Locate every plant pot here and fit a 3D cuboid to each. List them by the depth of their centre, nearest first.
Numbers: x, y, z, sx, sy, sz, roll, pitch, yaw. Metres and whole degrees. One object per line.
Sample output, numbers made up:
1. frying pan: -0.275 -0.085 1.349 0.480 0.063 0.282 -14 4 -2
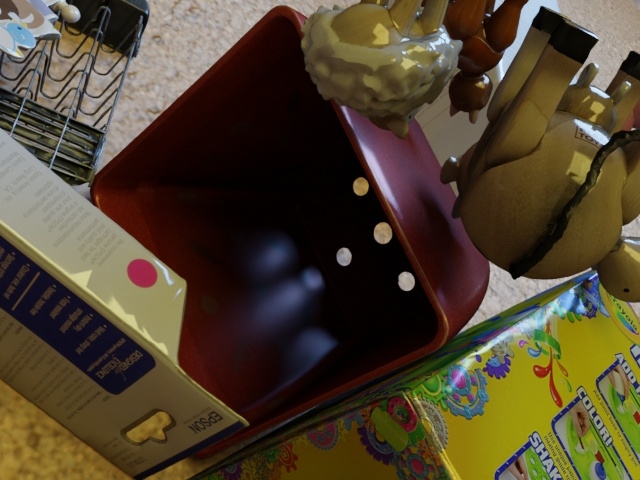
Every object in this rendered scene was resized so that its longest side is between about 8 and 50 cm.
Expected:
1. plant pot: 0.000 0.000 0.618 0.235 0.267 0.267 -5 67 -56

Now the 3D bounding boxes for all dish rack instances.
1. dish rack: -0.272 -0.168 0.615 0.208 0.074 0.272 23 53 -26

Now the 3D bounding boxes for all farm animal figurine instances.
1. farm animal figurine: 0.171 -0.051 0.476 0.330 0.172 0.326 33 26 15

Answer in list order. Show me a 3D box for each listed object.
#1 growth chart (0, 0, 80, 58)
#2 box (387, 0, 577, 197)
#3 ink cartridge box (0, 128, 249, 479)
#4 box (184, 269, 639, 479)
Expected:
1. growth chart: -0.273 -0.199 0.502 0.172 0.021 0.237 42 20 -9
2. box: 0.210 -0.242 0.958 0.168 0.215 0.346 23 52 -28
3. ink cartridge box: -0.219 0.017 0.462 0.371 0.175 0.069 43 44 -10
4. box: 0.094 0.182 0.538 0.279 0.290 0.177 -19 77 -44
